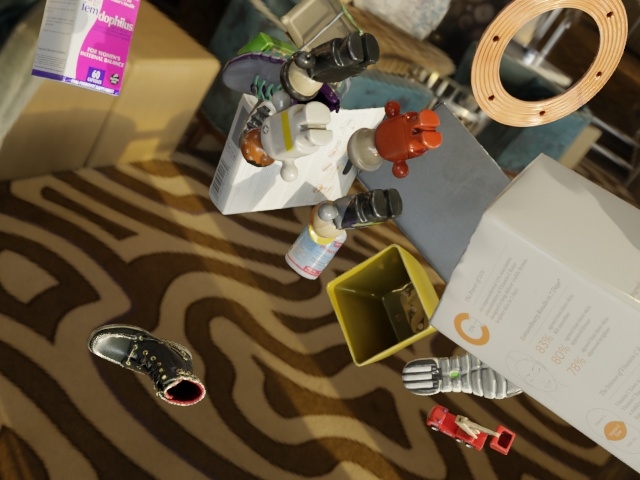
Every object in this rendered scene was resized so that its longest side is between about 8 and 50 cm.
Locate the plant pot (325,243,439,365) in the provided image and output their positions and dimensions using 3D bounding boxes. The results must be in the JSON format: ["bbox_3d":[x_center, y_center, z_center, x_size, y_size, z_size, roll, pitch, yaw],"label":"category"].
[{"bbox_3d":[0.176,0.157,1.876,0.187,0.212,0.212,14,49,-55],"label":"plant pot"}]

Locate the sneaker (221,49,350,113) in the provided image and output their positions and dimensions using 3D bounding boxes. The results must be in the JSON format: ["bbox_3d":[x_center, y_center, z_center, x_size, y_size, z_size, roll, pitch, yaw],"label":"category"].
[{"bbox_3d":[-0.066,-0.258,1.343,0.224,0.083,0.098,4,46,12],"label":"sneaker"}]

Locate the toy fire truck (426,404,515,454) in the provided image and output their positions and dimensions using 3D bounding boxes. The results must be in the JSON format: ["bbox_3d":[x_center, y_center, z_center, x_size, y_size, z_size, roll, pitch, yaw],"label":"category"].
[{"bbox_3d":[0.333,0.424,1.811,0.192,0.047,0.135,25,-21,15],"label":"toy fire truck"}]

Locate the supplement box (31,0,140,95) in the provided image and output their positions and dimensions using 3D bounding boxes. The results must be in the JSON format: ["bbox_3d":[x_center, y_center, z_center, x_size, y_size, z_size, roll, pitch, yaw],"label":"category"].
[{"bbox_3d":[-0.389,-0.366,1.348,0.114,0.219,0.111,18,7,41],"label":"supplement box"}]

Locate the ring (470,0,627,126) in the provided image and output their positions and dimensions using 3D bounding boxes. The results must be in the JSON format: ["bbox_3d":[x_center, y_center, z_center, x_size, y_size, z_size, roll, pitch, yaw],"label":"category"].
[{"bbox_3d":[0.462,-0.379,1.637,0.337,0.336,0.032,17,35,-30],"label":"ring"}]

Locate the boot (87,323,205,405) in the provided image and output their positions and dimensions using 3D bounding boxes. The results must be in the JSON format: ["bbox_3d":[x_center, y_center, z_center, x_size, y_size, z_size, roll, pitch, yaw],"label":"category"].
[{"bbox_3d":[-0.359,0.259,1.680,0.237,0.085,0.178,21,9,-29],"label":"boot"}]

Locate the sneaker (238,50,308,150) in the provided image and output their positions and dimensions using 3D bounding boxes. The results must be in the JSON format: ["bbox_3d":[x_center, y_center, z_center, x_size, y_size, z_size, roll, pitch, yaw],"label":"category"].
[{"bbox_3d":[-0.092,-0.262,1.582,0.078,0.234,0.106,34,-11,-20],"label":"sneaker"}]

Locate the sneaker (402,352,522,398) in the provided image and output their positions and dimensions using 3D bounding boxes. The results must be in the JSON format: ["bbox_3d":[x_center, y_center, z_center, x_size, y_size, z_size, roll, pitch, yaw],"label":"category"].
[{"bbox_3d":[0.266,0.242,1.489,0.229,0.086,0.132,1,-5,5],"label":"sneaker"}]

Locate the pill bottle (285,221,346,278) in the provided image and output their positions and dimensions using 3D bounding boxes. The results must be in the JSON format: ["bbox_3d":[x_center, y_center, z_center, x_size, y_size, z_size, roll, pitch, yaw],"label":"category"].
[{"bbox_3d":[0.000,0.000,1.764,0.087,0.160,0.087,33,16,-11],"label":"pill bottle"}]

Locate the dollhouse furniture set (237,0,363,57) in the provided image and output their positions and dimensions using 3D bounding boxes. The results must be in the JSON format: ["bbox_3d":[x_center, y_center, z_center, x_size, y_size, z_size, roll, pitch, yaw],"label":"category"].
[{"bbox_3d":[-0.022,-0.462,1.980,0.151,0.302,0.197,7,50,-61],"label":"dollhouse furniture set"}]

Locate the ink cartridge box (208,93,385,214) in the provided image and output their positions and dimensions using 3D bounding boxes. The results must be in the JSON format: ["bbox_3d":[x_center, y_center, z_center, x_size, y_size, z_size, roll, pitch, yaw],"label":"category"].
[{"bbox_3d":[-0.055,-0.219,1.967,0.385,0.308,0.091,-10,49,-37],"label":"ink cartridge box"}]

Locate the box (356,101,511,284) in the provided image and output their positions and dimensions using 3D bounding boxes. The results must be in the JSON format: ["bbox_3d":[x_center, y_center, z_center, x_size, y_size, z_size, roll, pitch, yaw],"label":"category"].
[{"bbox_3d":[0.360,-0.083,2.165,0.480,0.297,0.472,50,8,1],"label":"box"}]

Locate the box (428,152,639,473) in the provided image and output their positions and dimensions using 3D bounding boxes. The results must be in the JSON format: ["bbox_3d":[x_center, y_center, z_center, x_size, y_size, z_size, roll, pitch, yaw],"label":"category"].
[{"bbox_3d":[0.339,0.092,0.970,0.345,0.215,0.168,35,49,17],"label":"box"}]

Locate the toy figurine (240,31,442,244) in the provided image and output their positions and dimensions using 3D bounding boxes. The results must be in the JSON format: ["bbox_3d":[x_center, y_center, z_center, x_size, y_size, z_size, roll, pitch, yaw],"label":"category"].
[{"bbox_3d":[0.020,-0.123,0.988,0.213,0.148,0.209,44,57,-26],"label":"toy figurine"}]
